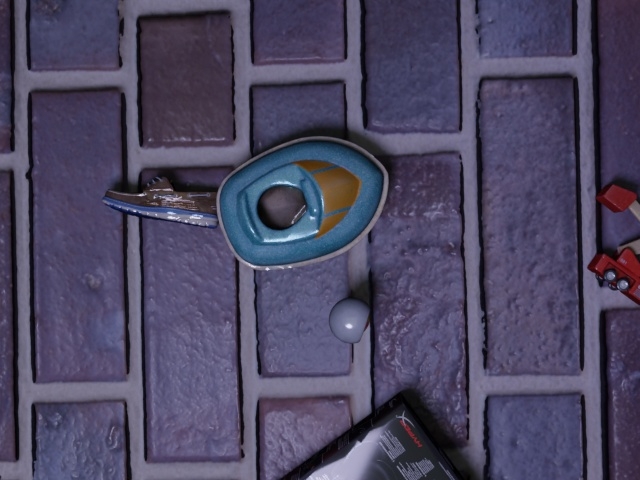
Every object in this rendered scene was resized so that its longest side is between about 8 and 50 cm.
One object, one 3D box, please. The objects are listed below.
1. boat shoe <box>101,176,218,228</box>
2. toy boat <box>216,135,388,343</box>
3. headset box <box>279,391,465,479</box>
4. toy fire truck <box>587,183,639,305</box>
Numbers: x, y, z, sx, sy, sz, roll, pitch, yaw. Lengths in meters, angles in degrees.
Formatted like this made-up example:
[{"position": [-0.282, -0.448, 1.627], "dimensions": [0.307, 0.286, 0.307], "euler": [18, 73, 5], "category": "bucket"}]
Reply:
[{"position": [-0.248, -0.065, 1.319], "dimensions": [0.183, 0.066, 0.066], "euler": [10, 85, -7], "category": "boat shoe"}, {"position": [0.000, 0.000, 1.260], "dimensions": [0.267, 0.148, 0.318], "euler": [-23, 88, 2], "category": "toy boat"}, {"position": [0.070, 0.408, 1.271], "dimensions": [0.293, 0.110, 0.218], "euler": [-37, 88, 2], "category": "headset box"}, {"position": [0.486, 0.017, 1.288], "dimensions": [0.192, 0.047, 0.135], "euler": [35, 90, 2], "category": "toy fire truck"}]
